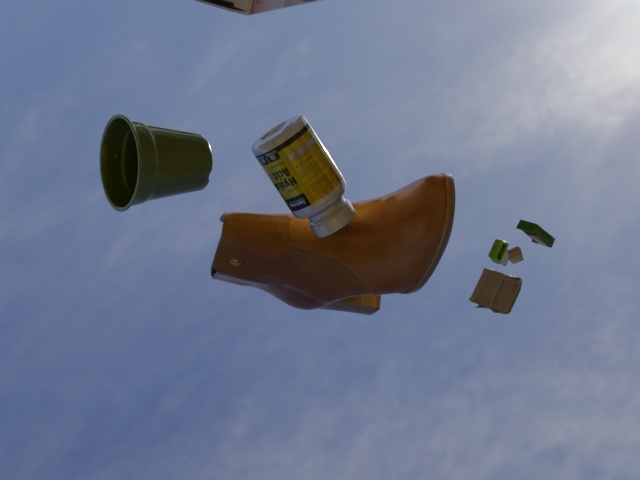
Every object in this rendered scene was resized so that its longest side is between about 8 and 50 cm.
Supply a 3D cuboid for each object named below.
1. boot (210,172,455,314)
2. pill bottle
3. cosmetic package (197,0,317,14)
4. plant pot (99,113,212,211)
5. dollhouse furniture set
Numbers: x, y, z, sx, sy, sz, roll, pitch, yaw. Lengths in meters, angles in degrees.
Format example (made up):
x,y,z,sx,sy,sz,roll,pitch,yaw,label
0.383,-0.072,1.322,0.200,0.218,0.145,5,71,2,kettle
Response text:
x,y,z,sx,sy,sz,roll,pitch,yaw,label
0.000,-0.001,1.230,0.211,0.295,0.104,13,-120,-16,boot
-0.014,-0.063,1.166,0.065,0.116,0.065,-31,-165,9,pill bottle
-0.076,-0.380,1.479,0.153,0.129,0.296,21,-157,20,cosmetic package
-0.140,-0.067,1.001,0.079,0.083,0.083,-2,-143,-34,plant pot
0.291,0.047,1.727,0.076,0.058,0.151,18,-101,45,dollhouse furniture set
